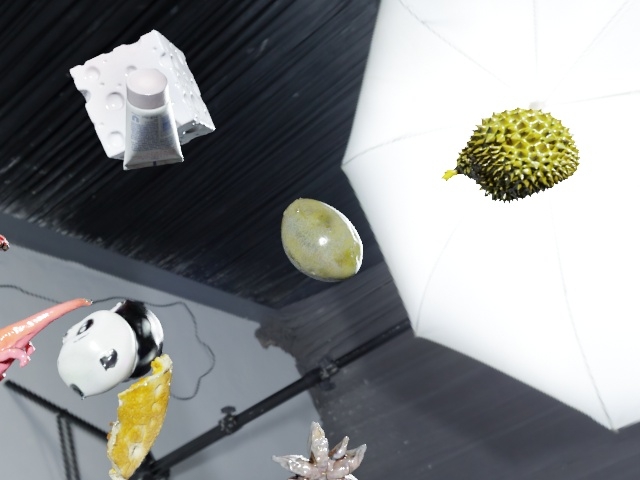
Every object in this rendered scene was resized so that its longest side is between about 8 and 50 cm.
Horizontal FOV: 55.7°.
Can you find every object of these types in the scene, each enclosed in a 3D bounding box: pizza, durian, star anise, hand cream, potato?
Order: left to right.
[{"bbox_3d":[-0.499,0.486,1.648,0.074,0.365,0.182,17,-1,35],"label":"pizza"},{"bbox_3d":[-0.360,-0.245,1.297,0.133,0.247,0.083,-9,56,-20],"label":"hand cream"},{"bbox_3d":[0.000,0.000,1.471,0.235,0.160,0.178,57,23,18],"label":"potato"},{"bbox_3d":[0.008,0.425,1.100,0.065,0.183,0.195,167,-90,-69],"label":"star anise"},{"bbox_3d":[0.276,-0.121,0.910,0.146,0.208,0.102,65,33,-25],"label":"durian"}]

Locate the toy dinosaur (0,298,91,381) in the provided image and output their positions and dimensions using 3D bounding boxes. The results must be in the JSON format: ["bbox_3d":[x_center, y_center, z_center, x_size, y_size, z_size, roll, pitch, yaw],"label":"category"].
[{"bbox_3d":[-0.502,0.143,0.920,0.139,0.286,0.070,48,-1,-20],"label":"toy dinosaur"}]

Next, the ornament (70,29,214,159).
[{"bbox_3d":[-0.452,-0.363,1.584,0.239,0.240,0.239,-60,127,-84],"label":"ornament"}]

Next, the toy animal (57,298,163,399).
[{"bbox_3d":[-0.595,0.309,1.710,0.251,0.251,0.310,55,17,-5],"label":"toy animal"}]

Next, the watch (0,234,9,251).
[{"bbox_3d":[-1.017,0.082,1.741,0.102,0.268,0.165,39,-11,-17],"label":"watch"}]
